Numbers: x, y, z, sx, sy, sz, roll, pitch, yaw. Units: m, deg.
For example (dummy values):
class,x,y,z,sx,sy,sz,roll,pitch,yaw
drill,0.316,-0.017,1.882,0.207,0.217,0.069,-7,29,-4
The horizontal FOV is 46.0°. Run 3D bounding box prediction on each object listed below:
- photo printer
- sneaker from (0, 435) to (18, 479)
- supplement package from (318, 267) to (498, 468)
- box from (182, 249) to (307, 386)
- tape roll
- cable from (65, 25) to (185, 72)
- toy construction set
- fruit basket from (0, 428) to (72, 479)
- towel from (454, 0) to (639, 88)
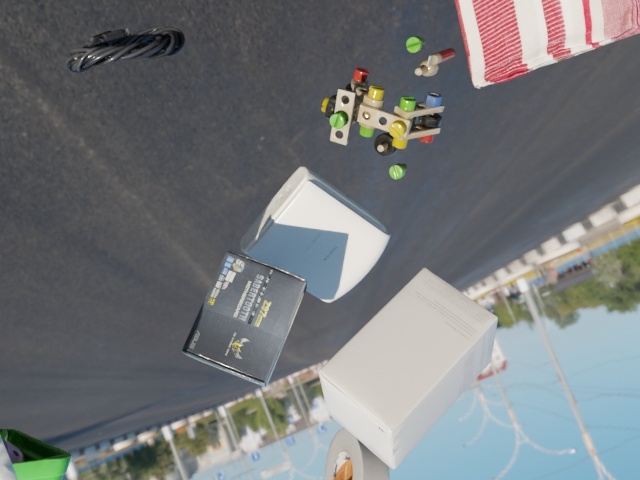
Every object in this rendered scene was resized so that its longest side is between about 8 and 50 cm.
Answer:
class,x,y,z,sx,sy,sz,roll,pitch,yaw
photo printer,0.000,0.000,1.819,0.307,0.107,0.256,34,106,-28
sneaker,-0.518,0.316,1.025,0.169,0.293,0.108,-29,-142,-33
supplement package,0.162,0.231,1.381,0.293,0.175,0.178,-42,149,-22
box,-0.151,0.157,1.538,0.183,0.233,0.059,21,163,5
tape roll,0.084,0.563,1.801,0.072,0.219,0.219,10,158,-20
cable,-0.289,-0.280,1.117,0.150,0.047,0.184,6,-153,22
toy construction set,0.149,-0.308,1.682,0.309,0.257,0.237,-49,172,34
fruit basket,-0.643,0.357,1.361,0.282,0.392,0.392,4,156,-39
towel,0.375,-0.419,1.293,0.037,0.237,0.328,-10,178,-44
